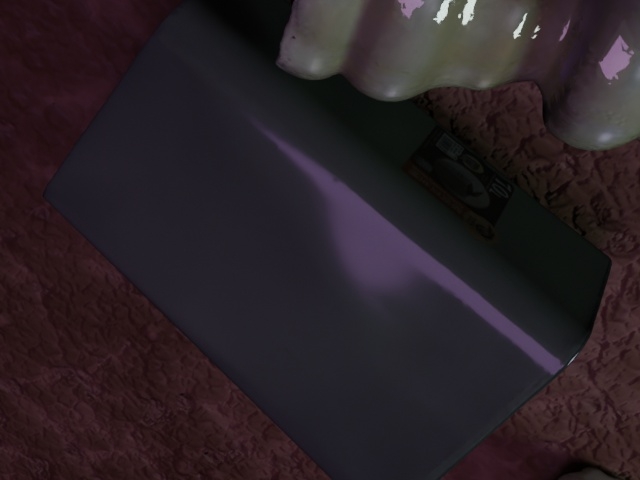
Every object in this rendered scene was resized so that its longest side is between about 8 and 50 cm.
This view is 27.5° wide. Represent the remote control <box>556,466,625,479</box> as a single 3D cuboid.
[{"bbox_3d":[0.210,0.289,1.155,0.090,0.049,0.230,23,130,4],"label":"remote control"}]

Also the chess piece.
[{"bbox_3d":[0.154,-0.135,0.799,0.330,0.182,0.182,20,130,-1],"label":"chess piece"}]

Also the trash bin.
[{"bbox_3d":[0.000,0.000,0.922,0.343,0.158,0.223,41,120,-3],"label":"trash bin"}]
